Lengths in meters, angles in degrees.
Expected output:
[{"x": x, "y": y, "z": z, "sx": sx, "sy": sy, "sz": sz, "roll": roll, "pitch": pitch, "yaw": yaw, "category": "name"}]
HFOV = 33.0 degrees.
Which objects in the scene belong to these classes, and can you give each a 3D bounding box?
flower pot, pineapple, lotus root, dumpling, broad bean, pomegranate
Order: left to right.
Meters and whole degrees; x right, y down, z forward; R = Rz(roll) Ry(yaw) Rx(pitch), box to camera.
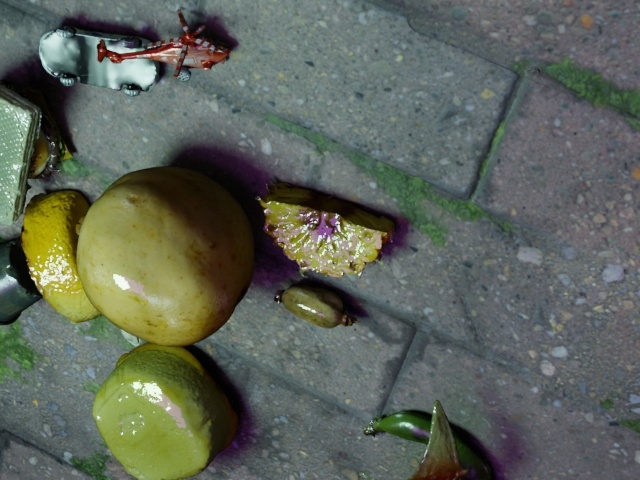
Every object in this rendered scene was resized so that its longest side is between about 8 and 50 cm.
[{"x": -0.573, "y": 0.066, "z": 2.009, "sx": 0.106, "sy": 0.157, "sz": 0.157, "roll": -25, "pitch": 107, "yaw": 19, "category": "flower pot"}, {"x": -0.358, "y": 0.158, "z": 2.024, "sx": 0.059, "sy": 0.043, "sz": 0.077, "roll": 8, "pitch": 129, "yaw": 46, "category": "dumpling"}, {"x": -0.243, "y": 0.029, "z": 1.735, "sx": 0.307, "sy": 0.307, "sz": 0.307, "roll": 12, "pitch": 123, "yaw": 18, "category": "pomegranate"}, {"x": -0.005, "y": 0.111, "z": 1.816, "sx": 0.151, "sy": 0.063, "sz": 0.072, "roll": 21, "pitch": 164, "yaw": 8, "category": "lotus root"}, {"x": 0.001, "y": -0.001, "z": 1.736, "sx": 0.233, "sy": 0.079, "sz": 0.135, "roll": 21, "pitch": 128, "yaw": 12, "category": "pineapple"}, {"x": 0.216, "y": 0.388, "z": 1.897, "sx": 0.292, "sy": 0.049, "sz": 0.144, "roll": 37, "pitch": 134, "yaw": 3, "category": "broad bean"}]

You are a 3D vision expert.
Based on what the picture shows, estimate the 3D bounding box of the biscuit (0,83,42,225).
[{"x": -0.550, "y": -0.150, "z": 1.798, "sx": 0.150, "sy": 0.052, "sz": 0.252, "roll": 31, "pitch": 129, "yaw": 7, "category": "biscuit"}]

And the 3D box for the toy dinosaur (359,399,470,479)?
[{"x": 0.160, "y": 0.403, "z": 1.859, "sx": 0.206, "sy": 0.113, "sz": 0.327, "roll": -5, "pitch": 138, "yaw": 11, "category": "toy dinosaur"}]

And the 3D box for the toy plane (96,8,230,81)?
[{"x": -0.237, "y": -0.279, "z": 1.649, "sx": 0.194, "sy": 0.126, "sz": 0.077, "roll": -22, "pitch": 150, "yaw": -4, "category": "toy plane"}]

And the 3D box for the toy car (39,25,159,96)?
[{"x": -0.354, "y": -0.292, "z": 1.734, "sx": 0.204, "sy": 0.056, "sz": 0.095, "roll": 12, "pitch": 124, "yaw": 15, "category": "toy car"}]

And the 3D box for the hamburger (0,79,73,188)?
[{"x": -0.524, "y": -0.182, "z": 1.859, "sx": 0.164, "sy": 0.093, "sz": 0.190, "roll": -20, "pitch": 108, "yaw": 33, "category": "hamburger"}]

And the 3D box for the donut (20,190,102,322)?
[{"x": -0.441, "y": 0.046, "z": 1.923, "sx": 0.101, "sy": 0.152, "sz": 0.259, "roll": -16, "pitch": 114, "yaw": 24, "category": "donut"}]

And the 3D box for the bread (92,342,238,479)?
[{"x": -0.293, "y": 0.327, "z": 2.031, "sx": 0.269, "sy": 0.148, "sz": 0.270, "roll": 9, "pitch": 119, "yaw": 17, "category": "bread"}]
